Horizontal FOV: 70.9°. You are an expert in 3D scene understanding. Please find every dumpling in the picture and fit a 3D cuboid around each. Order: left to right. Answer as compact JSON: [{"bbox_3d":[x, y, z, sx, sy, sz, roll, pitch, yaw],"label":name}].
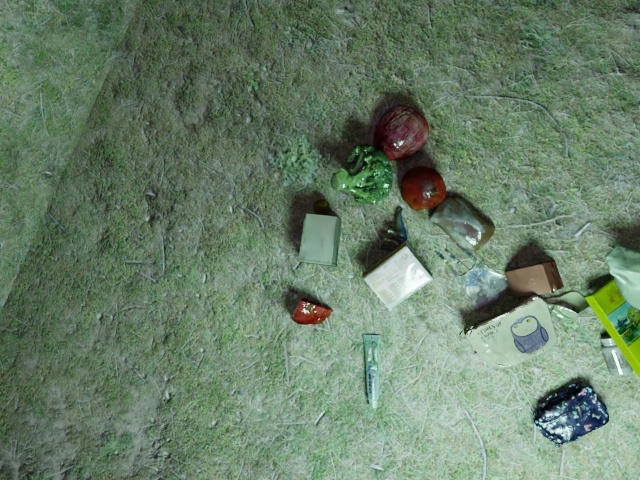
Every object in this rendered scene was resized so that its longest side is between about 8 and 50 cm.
[{"bbox_3d":[1.191,0.150,1.631,0.212,0.270,0.320,-32,107,11],"label":"dumpling"}]

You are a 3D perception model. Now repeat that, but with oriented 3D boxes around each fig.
[{"bbox_3d":[0.007,-0.147,1.969,0.074,0.088,0.073,3,71,-8],"label":"fig"}]

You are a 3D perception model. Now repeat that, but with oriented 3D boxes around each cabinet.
[{"bbox_3d":[0.000,0.000,1.926,0.150,0.145,0.205,6,86,11],"label":"cabinet"}]

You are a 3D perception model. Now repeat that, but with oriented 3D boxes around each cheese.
[{"bbox_3d":[0.846,0.153,1.733,0.203,0.177,0.128,-14,82,9],"label":"cheese"}]

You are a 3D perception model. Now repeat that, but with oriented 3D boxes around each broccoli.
[{"bbox_3d":[0.169,-0.266,1.877,0.270,0.270,0.269,-15,81,-24],"label":"broccoli"}]

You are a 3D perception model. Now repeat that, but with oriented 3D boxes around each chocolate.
[{"bbox_3d":[0.586,-0.076,1.849,0.254,0.080,0.157,42,88,12],"label":"chocolate"}]

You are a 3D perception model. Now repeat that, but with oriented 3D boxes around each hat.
[{"bbox_3d":[0.966,0.260,1.765,0.166,0.081,0.122,-27,41,-7],"label":"hat"}]

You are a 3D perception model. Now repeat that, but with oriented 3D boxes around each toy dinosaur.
[{"bbox_3d":[0.365,-0.003,1.911,0.188,0.075,0.247,21,83,2],"label":"toy dinosaur"}]

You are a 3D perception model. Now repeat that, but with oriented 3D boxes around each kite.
[{"bbox_3d":[0.628,0.123,1.865,0.169,0.015,0.309,-38,80,3],"label":"kite"}]

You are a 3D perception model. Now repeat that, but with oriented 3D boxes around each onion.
[{"bbox_3d":[0.326,-0.445,1.921,0.227,0.120,0.283,33,92,17],"label":"onion"}]

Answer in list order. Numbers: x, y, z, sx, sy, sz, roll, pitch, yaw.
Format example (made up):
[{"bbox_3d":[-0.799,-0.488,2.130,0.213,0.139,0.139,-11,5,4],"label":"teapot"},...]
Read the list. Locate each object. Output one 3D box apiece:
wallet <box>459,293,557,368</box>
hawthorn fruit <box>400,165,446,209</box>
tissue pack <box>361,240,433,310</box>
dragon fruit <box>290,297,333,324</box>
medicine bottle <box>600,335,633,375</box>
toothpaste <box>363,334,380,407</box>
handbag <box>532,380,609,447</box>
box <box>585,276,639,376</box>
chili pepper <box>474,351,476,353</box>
[{"bbox_3d":[0.738,0.368,1.734,0.336,0.068,0.274,-31,110,14],"label":"wallet"},{"bbox_3d":[0.425,-0.204,1.832,0.190,0.251,0.189,-1,108,-3],"label":"hawthorn fruit"},{"bbox_3d":[0.315,0.142,1.840,0.225,0.124,0.185,-38,90,14],"label":"tissue pack"},{"bbox_3d":[-0.038,0.319,1.919,0.161,0.120,0.127,19,94,7],"label":"dragon fruit"},{"bbox_3d":[1.118,0.434,1.706,0.079,0.079,0.139,-16,81,9],"label":"medicine bottle"},{"bbox_3d":[0.218,0.547,1.887,0.075,0.048,0.296,-2,82,11],"label":"toothpaste"},{"bbox_3d":[0.941,0.655,1.704,0.260,0.113,0.161,-34,86,5],"label":"handbag"},{"bbox_3d":[1.159,0.314,1.688,0.187,0.047,0.334,-26,79,-21],"label":"box"},{"bbox_3d":[0.702,0.420,1.813,0.178,0.027,0.045,-24,82,10],"label":"chili pepper"}]
